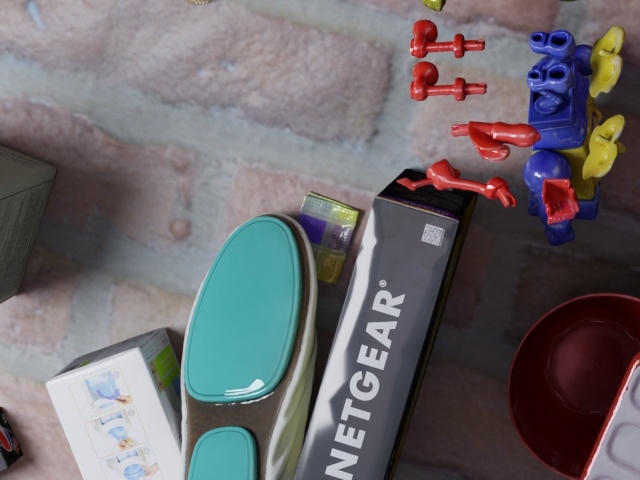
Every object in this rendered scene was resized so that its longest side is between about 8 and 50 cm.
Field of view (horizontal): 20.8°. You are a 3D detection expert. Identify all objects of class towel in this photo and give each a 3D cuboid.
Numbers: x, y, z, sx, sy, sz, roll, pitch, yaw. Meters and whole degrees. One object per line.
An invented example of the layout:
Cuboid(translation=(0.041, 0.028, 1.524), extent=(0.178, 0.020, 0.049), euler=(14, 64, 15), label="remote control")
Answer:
Cuboid(translation=(0.000, 0.000, 1.721), extent=(0.060, 0.009, 0.083), euler=(21, 101, 6), label="towel")

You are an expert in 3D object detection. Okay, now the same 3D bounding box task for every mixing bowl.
Cuboid(translation=(0.265, 0.130, 1.649), extent=(0.181, 0.098, 0.181), euler=(1, 99, 4), label="mixing bowl")

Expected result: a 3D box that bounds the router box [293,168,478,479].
Cuboid(translation=(0.060, 0.099, 1.608), extent=(0.081, 0.243, 0.309), euler=(17, 101, 6), label="router box")

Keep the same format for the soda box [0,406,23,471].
Cuboid(translation=(-0.396, 0.234, 1.795), extent=(0.169, 0.053, 0.060), euler=(-24, 94, 12), label="soda box")

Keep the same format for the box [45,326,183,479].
Cuboid(translation=(-0.176, 0.205, 1.724), extent=(0.103, 0.114, 0.203), euler=(-20, 95, 10), label="box")

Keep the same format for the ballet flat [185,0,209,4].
Cuboid(translation=(-0.147, -0.326, 1.669), extent=(0.073, 0.067, 0.206), euler=(-16, 95, 11), label="ballet flat")

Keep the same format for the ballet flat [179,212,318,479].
Cuboid(translation=(-0.063, 0.176, 1.677), extent=(0.139, 0.139, 0.400), euler=(3, 69, 9), label="ballet flat")

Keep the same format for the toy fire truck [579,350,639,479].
Cuboid(translation=(0.382, 0.158, 1.530), extent=(0.254, 0.169, 0.302), euler=(23, 102, 16), label="toy fire truck")

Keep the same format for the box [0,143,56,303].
Cuboid(translation=(-0.360, -0.013, 1.662), extent=(0.127, 0.232, 0.148), euler=(21, 100, 5), label="box")

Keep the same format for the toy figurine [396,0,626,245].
Cuboid(translation=(0.196, -0.123, 1.612), extent=(0.191, 0.217, 0.362), euler=(-3, 54, 14), label="toy figurine")
